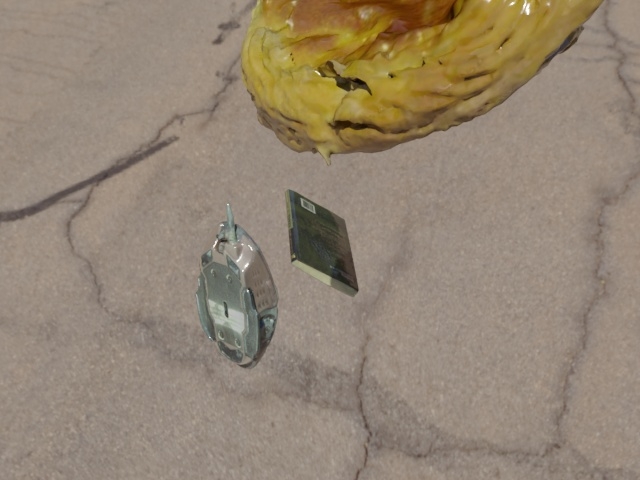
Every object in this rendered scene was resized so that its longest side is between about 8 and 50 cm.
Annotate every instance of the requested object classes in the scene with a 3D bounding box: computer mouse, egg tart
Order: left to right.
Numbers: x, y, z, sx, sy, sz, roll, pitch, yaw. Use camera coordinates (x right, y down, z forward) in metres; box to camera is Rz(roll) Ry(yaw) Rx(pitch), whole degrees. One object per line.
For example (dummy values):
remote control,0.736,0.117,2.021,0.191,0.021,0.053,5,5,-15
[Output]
computer mouse,-0.171,0.097,1.219,0.199,0.389,0.115,14,24,36
egg tart,0.087,-0.204,0.407,0.352,0.150,0.352,-23,54,37

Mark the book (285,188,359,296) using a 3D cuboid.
book,0.000,0.000,1.142,0.160,0.024,0.228,30,31,-28
